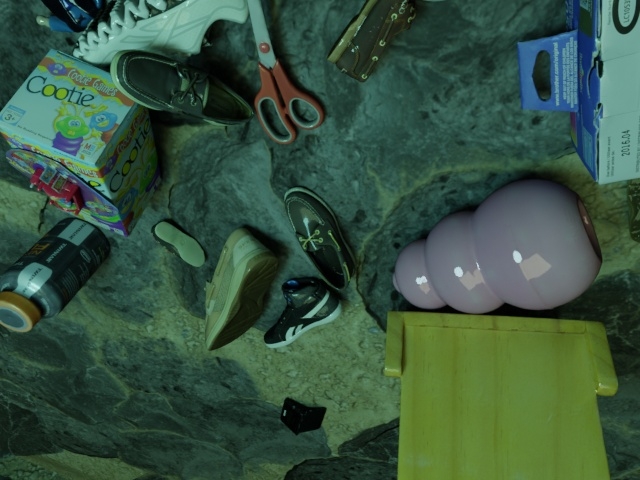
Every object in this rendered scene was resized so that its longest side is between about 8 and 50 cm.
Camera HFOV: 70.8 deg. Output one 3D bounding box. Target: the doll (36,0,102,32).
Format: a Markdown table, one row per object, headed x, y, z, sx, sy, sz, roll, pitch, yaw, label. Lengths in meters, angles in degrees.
| x | y | z | sx | sy | sz | roll | pitch | yaw | label |
| --- | --- | --- | --- | --- | --- | --- | --- | --- | --- |
| -0.395 | -0.374 | 0.683 | 0.129 | 0.046 | 0.189 | -33 | 121 | 21 | doll |

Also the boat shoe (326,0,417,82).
| x | y | z | sx | sy | sz | roll | pitch | yaw | label |
| --- | --- | --- | --- | --- | --- | --- | --- | --- | --- |
| 0.092 | -0.310 | 0.609 | 0.073 | 0.073 | 0.207 | 31 | 135 | -14 | boat shoe |

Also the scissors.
| x | y | z | sx | sy | sz | roll | pitch | yaw | label |
| --- | --- | --- | --- | --- | --- | --- | --- | --- | --- |
| -0.088 | -0.270 | 0.678 | 0.108 | 0.021 | 0.297 | -12 | 136 | 21 | scissors |

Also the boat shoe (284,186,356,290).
| x | y | z | sx | sy | sz | roll | pitch | yaw | label |
| --- | --- | --- | --- | --- | --- | --- | --- | --- | --- |
| 0.000 | 0.000 | 0.872 | 0.081 | 0.069 | 0.228 | -21 | 121 | 26 | boat shoe |

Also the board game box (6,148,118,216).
| x | y | z | sx | sy | sz | roll | pitch | yaw | label |
| --- | --- | --- | --- | --- | --- | --- | --- | --- | --- |
| -0.395 | -0.070 | 0.679 | 0.133 | 0.033 | 0.169 | 6 | 152 | 29 | board game box |

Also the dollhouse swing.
| x | y | z | sx | sy | sz | roll | pitch | yaw | label |
| --- | --- | --- | --- | --- | --- | --- | --- | --- | --- |
| 0.293 | 0.291 | 0.801 | 0.346 | 0.305 | 0.315 | 0 | 165 | 12 | dollhouse swing |

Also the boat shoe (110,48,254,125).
| x | y | z | sx | sy | sz | roll | pitch | yaw | label |
| --- | --- | --- | --- | --- | --- | --- | --- | --- | --- |
| -0.188 | -0.221 | 0.662 | 0.073 | 0.223 | 0.080 | 12 | 93 | 35 | boat shoe |

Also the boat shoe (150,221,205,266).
| x | y | z | sx | sy | sz | roll | pitch | yaw | label |
| --- | --- | --- | --- | --- | --- | --- | --- | --- | --- |
| -0.304 | 0.008 | 0.968 | 0.042 | 0.049 | 0.133 | -3 | 140 | 51 | boat shoe |

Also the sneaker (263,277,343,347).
| x | y | z | sx | sy | sz | roll | pitch | yaw | label |
| --- | --- | --- | --- | --- | --- | --- | --- | --- | --- |
| -0.068 | 0.152 | 1.010 | 0.216 | 0.079 | 0.121 | -31 | 112 | 22 | sneaker |

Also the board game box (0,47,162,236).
| x | y | z | sx | sy | sz | roll | pitch | yaw | label |
| --- | --- | --- | --- | --- | --- | --- | --- | --- | --- |
| -0.367 | -0.137 | 0.733 | 0.144 | 0.142 | 0.275 | 22 | 156 | -5 | board game box |

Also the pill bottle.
| x | y | z | sx | sy | sz | roll | pitch | yaw | label |
| --- | --- | --- | --- | --- | --- | --- | --- | --- | --- |
| -0.566 | 0.072 | 0.945 | 0.130 | 0.246 | 0.131 | 6 | 129 | 8 | pill bottle |

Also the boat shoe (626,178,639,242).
| x | y | z | sx | sy | sz | roll | pitch | yaw | label |
| --- | --- | --- | --- | --- | --- | --- | --- | --- | --- |
| 0.520 | -0.071 | 0.719 | 0.056 | 0.048 | 0.153 | -2 | 121 | 30 | boat shoe |

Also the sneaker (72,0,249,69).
| x | y | z | sx | sy | sz | roll | pitch | yaw | label |
| --- | --- | --- | --- | --- | --- | --- | --- | --- | --- |
| -0.234 | -0.309 | 0.654 | 0.292 | 0.110 | 0.118 | -22 | 136 | 17 | sneaker |

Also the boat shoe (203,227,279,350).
| x | y | z | sx | sy | sz | roll | pitch | yaw | label |
| --- | --- | --- | --- | --- | --- | --- | --- | --- | --- |
| -0.193 | 0.116 | 0.994 | 0.110 | 0.121 | 0.341 | 48 | 129 | 22 | boat shoe |

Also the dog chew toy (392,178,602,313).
| x | y | z | sx | sy | sz | roll | pitch | yaw | label |
| --- | --- | --- | --- | --- | --- | --- | --- | --- | --- |
| 0.272 | 0.030 | 0.760 | 0.331 | 0.207 | 0.207 | -21 | 121 | 36 | dog chew toy |

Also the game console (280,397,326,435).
| x | y | z | sx | sy | sz | roll | pitch | yaw | label |
| --- | --- | --- | --- | --- | --- | --- | --- | --- | --- |
| -0.053 | 0.510 | 1.323 | 0.107 | 0.071 | 0.122 | 34 | 133 | 25 | game console |

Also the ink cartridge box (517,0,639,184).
| x | y | z | sx | sy | sz | roll | pitch | yaw | label |
| --- | --- | --- | --- | --- | --- | --- | --- | --- | --- |
| 0.454 | -0.235 | 0.531 | 0.395 | 0.151 | 0.270 | -10 | 124 | 18 | ink cartridge box |
